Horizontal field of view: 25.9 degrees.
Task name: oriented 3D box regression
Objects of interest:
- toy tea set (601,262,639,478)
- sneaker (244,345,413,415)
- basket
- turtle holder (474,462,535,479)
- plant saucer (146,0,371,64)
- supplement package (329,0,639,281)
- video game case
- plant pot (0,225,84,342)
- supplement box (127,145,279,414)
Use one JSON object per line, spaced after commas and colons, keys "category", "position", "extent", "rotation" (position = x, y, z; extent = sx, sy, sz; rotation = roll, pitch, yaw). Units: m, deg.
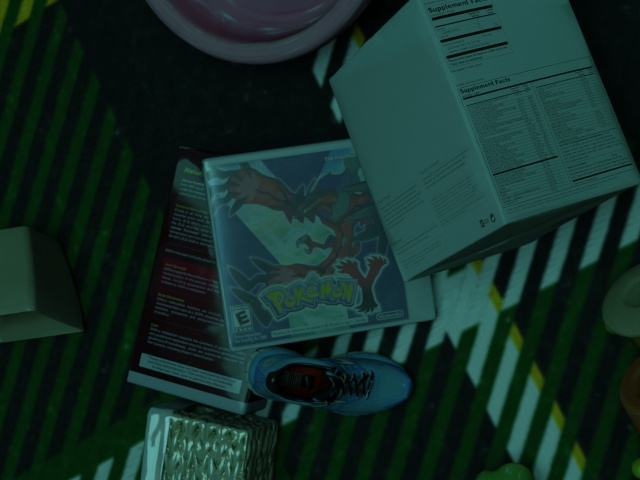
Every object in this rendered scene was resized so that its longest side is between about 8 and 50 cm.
{"category": "toy tea set", "position": [0.397, 0.088, 1.161], "extent": [0.336, 0.124, 0.200], "rotation": [-20, 38, 33]}
{"category": "sneaker", "position": [0.012, 0.139, 1.308], "extent": [0.162, 0.073, 0.063], "rotation": [4, 95, -16]}
{"category": "basket", "position": [-0.109, 0.244, 1.346], "extent": [0.103, 0.113, 0.167], "rotation": [6, 90, 16]}
{"category": "turtle holder", "position": [0.194, 0.365, 1.185], "extent": [0.243, 0.320, 0.227], "rotation": [40, 115, -6]}
{"category": "plant saucer", "position": [-0.052, -0.336, 1.321], "extent": [0.332, 0.084, 0.332], "rotation": [9, 107, 33]}
{"category": "supplement package", "position": [0.137, -0.098, 1.216], "extent": [0.149, 0.194, 0.203], "rotation": [-16, 81, -26]}
{"category": "video game case", "position": [0.000, 0.000, 1.310], "extent": [0.201, 0.023, 0.183], "rotation": [-9, 95, -8]}
{"category": "plant pot", "position": [-0.314, 0.044, 1.427], "extent": [0.109, 0.109, 0.096], "rotation": [-8, 72, 17]}
{"category": "supplement box", "position": [-0.096, 0.038, 1.369], "extent": [0.130, 0.073, 0.239], "rotation": [15, 93, 16]}
